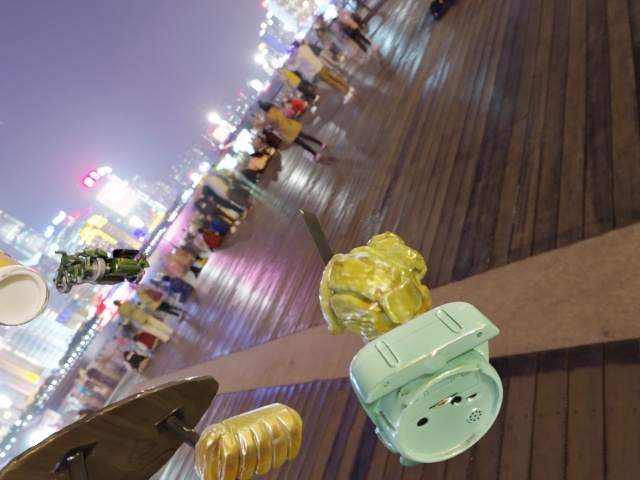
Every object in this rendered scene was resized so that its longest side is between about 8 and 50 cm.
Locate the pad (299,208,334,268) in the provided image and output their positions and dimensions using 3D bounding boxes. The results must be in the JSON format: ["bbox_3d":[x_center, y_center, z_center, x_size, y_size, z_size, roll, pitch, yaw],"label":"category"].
[{"bbox_3d":[0.000,0.000,1.313,0.004,0.193,0.116,-30,-15,17],"label":"pad"}]

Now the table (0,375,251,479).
[{"bbox_3d":[-0.205,0.373,0.631,0.317,0.249,0.317,-34,-32,-25],"label":"table"}]

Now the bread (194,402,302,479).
[{"bbox_3d":[-0.050,0.155,0.352,0.034,0.088,0.049,3,97,60],"label":"bread"}]

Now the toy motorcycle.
[{"bbox_3d":[-0.666,0.085,1.415,0.275,0.205,0.127,-15,76,32],"label":"toy motorcycle"}]

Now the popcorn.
[{"bbox_3d":[0.141,0.118,1.078,0.226,0.276,0.276,-20,36,43],"label":"popcorn"}]

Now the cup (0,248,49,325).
[{"bbox_3d":[-0.780,0.111,1.109,0.280,0.196,0.196,7,57,34],"label":"cup"}]

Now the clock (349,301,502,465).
[{"bbox_3d":[0.122,0.163,0.485,0.148,0.188,0.060,-28,31,-7],"label":"clock"}]
